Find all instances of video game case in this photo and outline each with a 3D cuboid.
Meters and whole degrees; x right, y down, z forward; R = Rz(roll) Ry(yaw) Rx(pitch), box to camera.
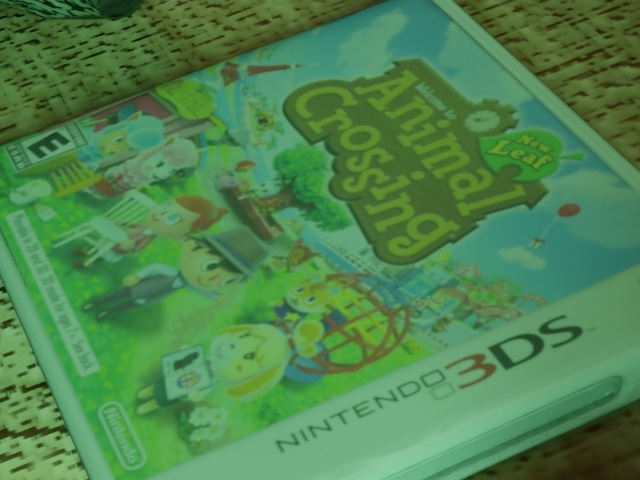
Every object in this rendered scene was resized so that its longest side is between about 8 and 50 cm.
[{"bbox_3d":[0.000,0.000,0.497,0.193,0.023,0.212,-22,40,-13],"label":"video game case"}]

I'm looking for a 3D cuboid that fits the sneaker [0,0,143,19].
[{"bbox_3d":[-0.256,-0.108,0.644,0.410,0.158,0.182,13,76,25],"label":"sneaker"}]
